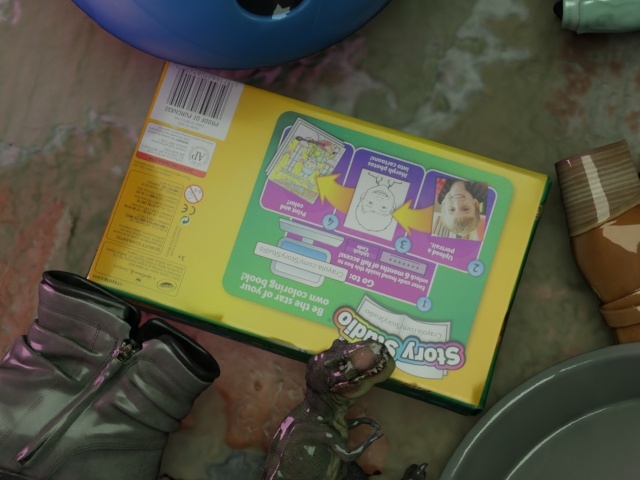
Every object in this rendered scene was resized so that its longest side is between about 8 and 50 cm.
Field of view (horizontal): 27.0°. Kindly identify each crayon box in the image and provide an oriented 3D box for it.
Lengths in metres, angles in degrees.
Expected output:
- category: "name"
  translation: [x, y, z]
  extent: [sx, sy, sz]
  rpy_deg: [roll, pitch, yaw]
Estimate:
- category: "crayon box"
  translation: [0.000, 0.000, 0.914]
  extent: [0.279, 0.081, 0.165]
  rpy_deg: [18, 80, 5]

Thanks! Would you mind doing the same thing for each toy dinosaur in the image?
- category: "toy dinosaur"
  translation: [0.000, 0.180, 0.879]
  extent: [0.118, 0.064, 0.268]
  rpy_deg: [24, 105, -17]

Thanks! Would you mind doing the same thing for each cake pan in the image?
- category: "cake pan"
  translation: [0.205, 0.203, 0.822]
  extent: [0.293, 0.054, 0.293]
  rpy_deg: [-13, 54, 19]

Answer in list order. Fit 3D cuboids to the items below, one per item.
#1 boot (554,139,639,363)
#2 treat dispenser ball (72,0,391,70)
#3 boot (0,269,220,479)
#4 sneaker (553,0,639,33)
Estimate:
- category: "boot"
  translation: [0.268, -0.007, 0.922]
  extent: [0.197, 0.073, 0.152]
  rpy_deg: [-18, 87, -4]
- category: "treat dispenser ball"
  translation: [-0.059, -0.255, 0.863]
  extent: [0.288, 0.288, 0.288]
  rpy_deg: [0, 79, 1]
- category: "boot"
  translation: [-0.199, 0.085, 0.878]
  extent: [0.247, 0.083, 0.161]
  rpy_deg: [23, 104, -2]
- category: "sneaker"
  translation: [0.249, -0.143, 0.903]
  extent: [0.151, 0.094, 0.256]
  rpy_deg: [-23, 51, -6]
